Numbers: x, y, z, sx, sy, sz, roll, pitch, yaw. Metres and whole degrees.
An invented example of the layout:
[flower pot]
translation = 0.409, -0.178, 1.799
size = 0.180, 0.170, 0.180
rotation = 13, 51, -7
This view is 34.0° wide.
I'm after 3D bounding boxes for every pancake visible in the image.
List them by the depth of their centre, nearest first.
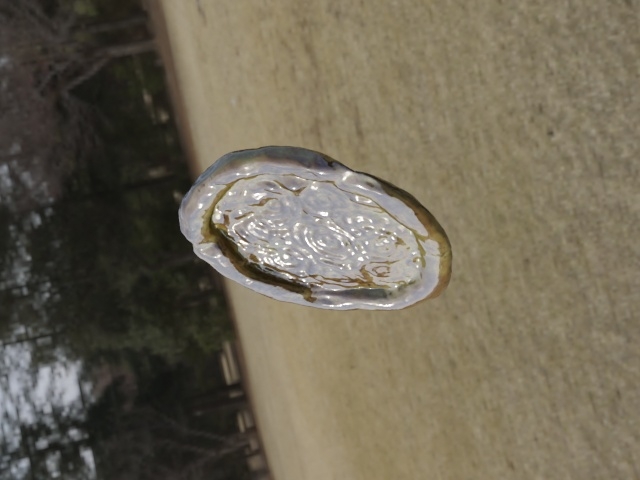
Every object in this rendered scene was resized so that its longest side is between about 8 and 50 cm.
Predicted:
[pancake]
translation = 0.000, -0.001, 0.917
size = 0.250, 0.250, 0.031
rotation = 93, -170, -58
